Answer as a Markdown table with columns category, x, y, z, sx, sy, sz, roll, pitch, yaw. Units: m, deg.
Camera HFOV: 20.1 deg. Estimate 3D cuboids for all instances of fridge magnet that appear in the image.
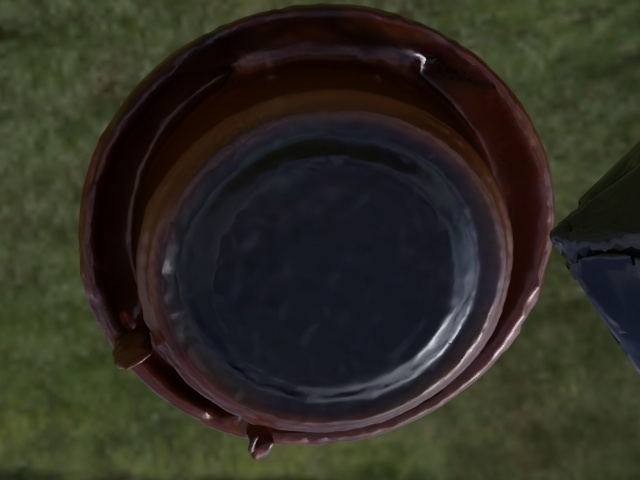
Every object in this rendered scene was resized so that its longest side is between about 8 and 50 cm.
| category | x | y | z | sx | sy | sz | roll | pitch | yaw |
| --- | --- | --- | --- | --- | --- | --- | --- | --- | --- |
| fridge magnet | 0.000 | 0.000 | 1.359 | 0.364 | 0.363 | 0.155 | -8 | -156 | -4 |

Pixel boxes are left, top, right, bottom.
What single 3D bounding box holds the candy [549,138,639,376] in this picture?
| category | x | y | z | sx | sy | sz | roll | pitch | yaw |
| --- | --- | --- | --- | --- | --- | --- | --- | --- | --- |
| candy | 0.185 | 0.093 | 0.549 | 0.088 | 0.312 | 0.061 | -45 | -161 | -25 |
